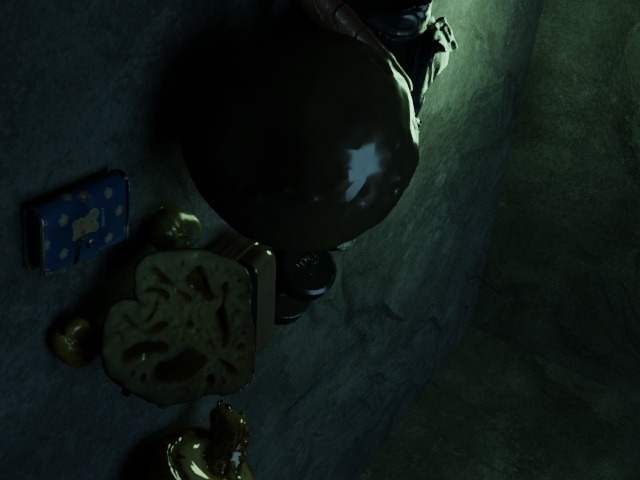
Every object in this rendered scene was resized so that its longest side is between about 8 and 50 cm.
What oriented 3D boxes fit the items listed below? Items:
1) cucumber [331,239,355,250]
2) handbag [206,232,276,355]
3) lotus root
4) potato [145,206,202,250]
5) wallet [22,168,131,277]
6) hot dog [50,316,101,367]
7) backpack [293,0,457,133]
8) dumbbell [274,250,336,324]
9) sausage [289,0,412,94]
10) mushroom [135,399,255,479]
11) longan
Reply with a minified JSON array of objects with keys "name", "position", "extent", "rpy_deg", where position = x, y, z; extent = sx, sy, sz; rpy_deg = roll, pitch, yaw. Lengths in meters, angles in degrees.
[{"name":"cucumber","position":[0.000,0.000,2.134],"extent":[0.067,0.067,0.293],"rpy_deg":[-60,-161,-15]},{"name":"handbag","position":[-0.223,0.164,1.882],"extent":[0.283,0.149,0.302],"rpy_deg":[-40,147,-43]},{"name":"lotus root","position":[-0.287,0.156,1.612],"extent":[0.316,0.316,0.250],"rpy_deg":[-62,-167,-10]},{"name":"potato","position":[-0.291,-0.019,1.654],"extent":[0.138,0.070,0.092],"rpy_deg":[13,98,-68]},{"name":"wallet","position":[-0.407,-0.029,1.417],"extent":[0.202,0.059,0.141],"rpy_deg":[-35,144,-50]},{"name":"hot dog","position":[-0.446,0.188,1.546],"extent":[0.090,0.060,0.140],"rpy_deg":[-56,148,-12]},{"name":"backpack","position":[0.136,-0.426,1.881],"extent":[0.363,0.255,0.446],"rpy_deg":[53,50,-21]},{"name":"dumbbell","position":[-0.070,0.100,2.034],"extent":[0.152,0.152,0.218],"rpy_deg":[-48,180,-35]},{"name":"sausage","position":[0.032,-0.425,1.639],"extent":[0.433,0.088,0.088],"rpy_deg":[42,68,-20]},{"name":"mushroom","position":[-0.272,0.559,1.974],"extent":[0.259,0.345,0.345],"rpy_deg":[-46,162,19]},{"name":"longan","position":[-0.035,-0.178,1.547],"extent":[0.435,0.404,0.404],"rpy_deg":[-15,144,-2]}]
